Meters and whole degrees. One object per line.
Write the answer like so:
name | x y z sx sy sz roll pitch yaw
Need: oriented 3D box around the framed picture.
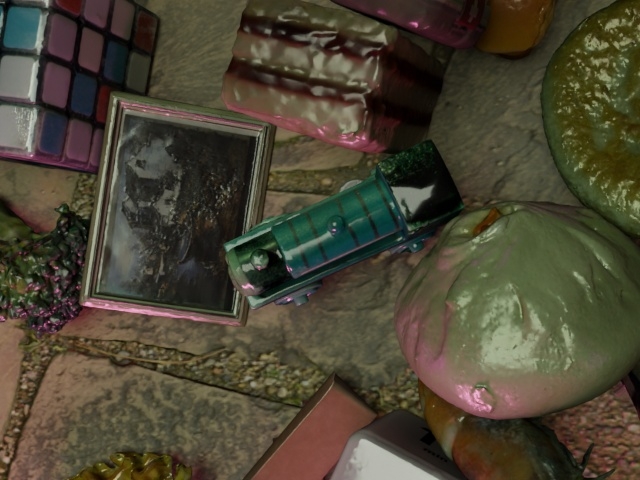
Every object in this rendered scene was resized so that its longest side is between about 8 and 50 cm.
framed picture | -0.192 -0.041 1.195 0.232 0.019 0.296 8 90 -9

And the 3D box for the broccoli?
broccoli | -0.445 0.035 1.249 0.274 0.177 0.198 17 48 25

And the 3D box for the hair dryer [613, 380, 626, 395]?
hair dryer | 0.401 0.090 1.027 0.124 0.071 0.219 33 106 19

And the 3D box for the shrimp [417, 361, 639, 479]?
shrimp | 0.267 0.202 0.927 0.272 0.445 0.085 -23 124 -2

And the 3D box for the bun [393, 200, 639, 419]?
bun | 0.214 0.043 0.957 0.293 0.293 0.187 -3 120 18

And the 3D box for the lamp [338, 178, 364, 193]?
lamp | 0.000 0.000 1.169 0.050 0.056 0.198 38 96 19

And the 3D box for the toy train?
toy train | 0.024 -0.013 1.061 0.298 0.194 0.120 -25 83 -1

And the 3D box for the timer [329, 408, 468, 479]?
timer | 0.109 0.333 1.038 0.192 0.195 0.194 26 96 18

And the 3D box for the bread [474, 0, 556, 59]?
bread | 0.142 -0.357 1.085 0.344 0.149 0.195 27 96 18

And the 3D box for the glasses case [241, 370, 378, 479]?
glasses case | -0.005 0.268 1.156 0.102 0.070 0.193 38 98 -11

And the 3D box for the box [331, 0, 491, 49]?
box | 0.104 -0.286 0.923 0.148 0.210 0.129 24 105 21

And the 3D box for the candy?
candy | 0.026 -0.183 1.030 0.179 0.320 0.135 19 98 15

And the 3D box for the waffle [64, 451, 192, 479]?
waffle | -0.281 0.436 1.170 0.302 0.068 0.325 -18 50 22

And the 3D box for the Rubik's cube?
Rubik's cube | -0.408 -0.234 1.209 0.256 0.259 0.253 10 88 19

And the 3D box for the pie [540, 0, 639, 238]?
pie | 0.405 -0.160 1.014 0.323 0.070 0.323 -8 69 22
